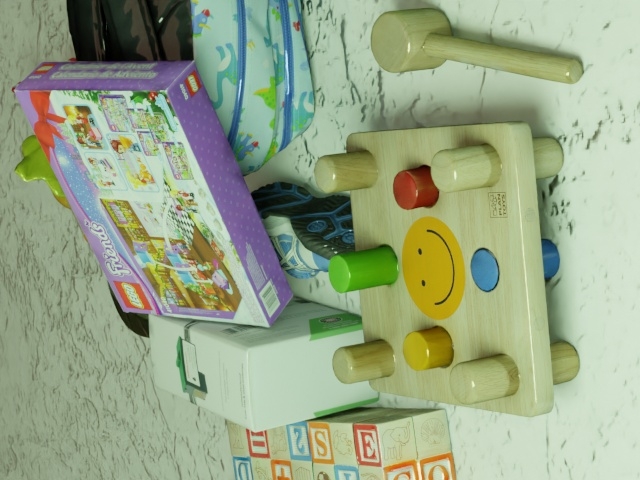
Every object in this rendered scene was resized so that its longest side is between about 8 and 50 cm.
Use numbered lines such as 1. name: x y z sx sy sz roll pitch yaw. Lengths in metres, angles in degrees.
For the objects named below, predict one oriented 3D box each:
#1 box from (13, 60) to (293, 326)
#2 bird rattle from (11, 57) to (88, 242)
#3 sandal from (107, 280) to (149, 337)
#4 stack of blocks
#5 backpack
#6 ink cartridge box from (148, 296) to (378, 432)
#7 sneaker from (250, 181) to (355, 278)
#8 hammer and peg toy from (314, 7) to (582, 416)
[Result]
1. box: -0.166 -0.046 1.609 0.201 0.057 0.293 4 130 34
2. bird rattle: -0.336 -0.106 2.088 0.253 0.143 0.207 -131 22 -58
3. sandal: -0.184 0.077 1.973 0.219 0.060 0.090 11 113 41
4. stack of blocks: 0.021 0.264 1.660 0.297 0.087 0.171 -9 90 57
5. backpack: -0.145 -0.235 1.686 0.290 0.273 0.355 -12 73 45
6. ink cartridge box: -0.064 0.122 1.694 0.219 0.160 0.093 14 110 56
7. sneaker: 0.000 0.000 1.663 0.211 0.080 0.081 27 140 53
8. hammer and peg toy: 0.107 -0.031 1.423 0.266 0.127 0.361 3 100 57
